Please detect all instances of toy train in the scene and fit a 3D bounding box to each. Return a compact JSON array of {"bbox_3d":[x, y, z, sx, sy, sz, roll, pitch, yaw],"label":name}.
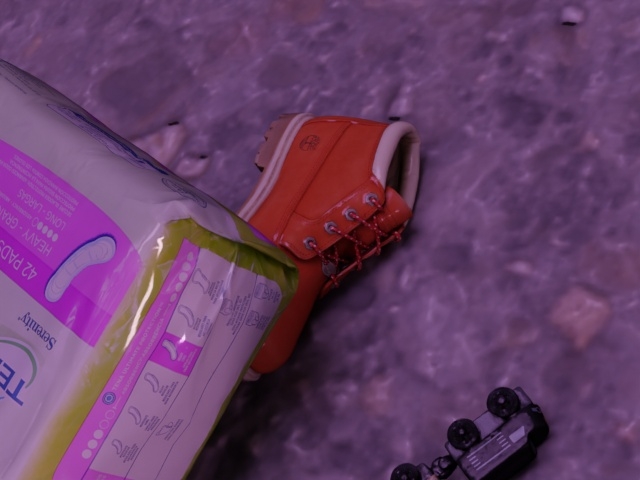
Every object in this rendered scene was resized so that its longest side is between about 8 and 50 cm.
[{"bbox_3d":[0.035,0.124,0.650,0.158,0.027,0.036,-39,56,0],"label":"toy train"}]

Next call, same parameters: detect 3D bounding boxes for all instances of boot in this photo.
[{"bbox_3d":[0.000,0.000,0.744,0.084,0.059,0.158,2,57,27],"label":"boot"}]

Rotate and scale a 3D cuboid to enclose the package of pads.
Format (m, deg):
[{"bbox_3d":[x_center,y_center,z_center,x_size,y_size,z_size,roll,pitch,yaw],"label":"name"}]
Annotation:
[{"bbox_3d":[-0.164,0.081,0.718,0.229,0.101,0.296,33,94,43],"label":"package of pads"}]
